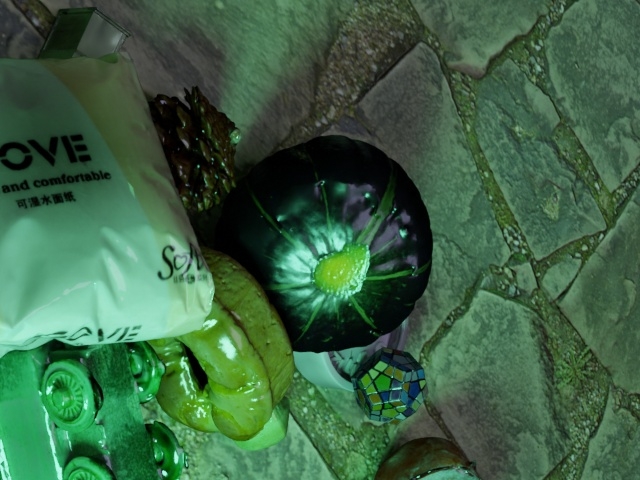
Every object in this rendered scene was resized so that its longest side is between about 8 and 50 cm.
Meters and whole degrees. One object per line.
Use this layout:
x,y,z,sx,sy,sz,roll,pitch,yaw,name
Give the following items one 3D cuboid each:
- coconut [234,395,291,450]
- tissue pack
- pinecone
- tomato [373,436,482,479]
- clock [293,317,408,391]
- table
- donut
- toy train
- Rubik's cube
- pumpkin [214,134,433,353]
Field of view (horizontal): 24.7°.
-0.082,0.241,1.997,0.096,0.088,0.087,-26,115,-11,coconut
-0.322,-0.033,1.561,0.376,0.195,0.390,-9,64,-40,tissue pack
-0.180,-0.105,1.817,0.174,0.174,0.173,-5,97,-46,pinecone
0.168,0.388,2.217,0.181,0.155,0.214,-24,120,-5,tomato
0.042,0.120,2.128,0.197,0.068,0.196,-6,98,-46,clock
-0.284,-0.226,1.745,0.062,0.079,0.083,36,70,-40,table
-0.137,0.130,1.841,0.128,0.209,0.261,-44,128,-36,donut
-0.277,0.214,1.688,0.145,0.202,0.266,-24,106,-53,toy train
0.098,0.207,2.078,0.093,0.111,0.111,44,59,-10,Rubik's cube
0.000,0.000,1.952,0.296,0.296,0.295,-5,97,-46,pumpkin
